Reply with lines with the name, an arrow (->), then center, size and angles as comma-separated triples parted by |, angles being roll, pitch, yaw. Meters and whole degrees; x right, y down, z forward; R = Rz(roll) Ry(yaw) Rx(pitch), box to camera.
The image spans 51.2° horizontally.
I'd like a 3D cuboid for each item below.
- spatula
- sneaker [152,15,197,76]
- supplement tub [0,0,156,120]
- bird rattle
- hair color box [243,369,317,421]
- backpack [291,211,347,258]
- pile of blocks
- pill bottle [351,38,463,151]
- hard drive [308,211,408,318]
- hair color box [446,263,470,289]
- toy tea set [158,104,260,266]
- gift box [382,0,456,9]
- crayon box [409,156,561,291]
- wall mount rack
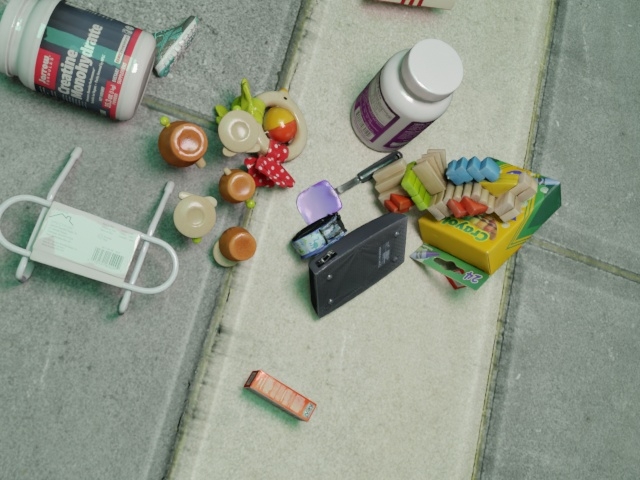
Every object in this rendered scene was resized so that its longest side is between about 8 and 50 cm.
spatula -> 0.076, -0.136, 1.560 | 0.296, 0.030, 0.084 | -32, 90, -21
sneaker -> -0.335, -0.447, 1.484 | 0.076, 0.065, 0.166 | 33, 69, -4
supplement tub -> -0.485, -0.371, 1.346 | 0.272, 0.191, 0.191 | 18, 73, -13
bird rattle -> -0.105, -0.240, 1.481 | 0.207, 0.143, 0.253 | -34, 93, -38
hair color box -> -0.084, 0.322, 1.384 | 0.141, 0.072, 0.043 | 34, 70, -9
backpack -> 0.000, 0.000, 1.467 | 0.114, 0.105, 0.084 | -30, 94, -10
pile of blocks -> 0.285, -0.111, 1.468 | 0.362, 0.149, 0.113 | -1, 39, 21
pill bottle -> 0.192, -0.323, 1.494 | 0.169, 0.301, 0.169 | 4, 77, -17
hard drive -> 0.080, 0.047, 1.456 | 0.254, 0.172, 0.054 | -32, 53, -23
hair color box -> 0.385, 0.047, 1.586 | 0.167, 0.093, 0.053 | -36, 91, -21
toy tea set -> -0.229, -0.109, 1.393 | 0.200, 0.124, 0.336 | -5, 97, -22
gift box -> 0.240, -0.736, 1.636 | 0.255, 0.258, 0.276 | 5, 57, -15
crayon box -> 0.378, -0.049, 1.548 | 0.323, 0.203, 0.083 | -41, 135, -21
wall mount rack -> -0.440, -0.029, 1.326 | 0.350, 0.130, 0.304 | 21, 76, -13
